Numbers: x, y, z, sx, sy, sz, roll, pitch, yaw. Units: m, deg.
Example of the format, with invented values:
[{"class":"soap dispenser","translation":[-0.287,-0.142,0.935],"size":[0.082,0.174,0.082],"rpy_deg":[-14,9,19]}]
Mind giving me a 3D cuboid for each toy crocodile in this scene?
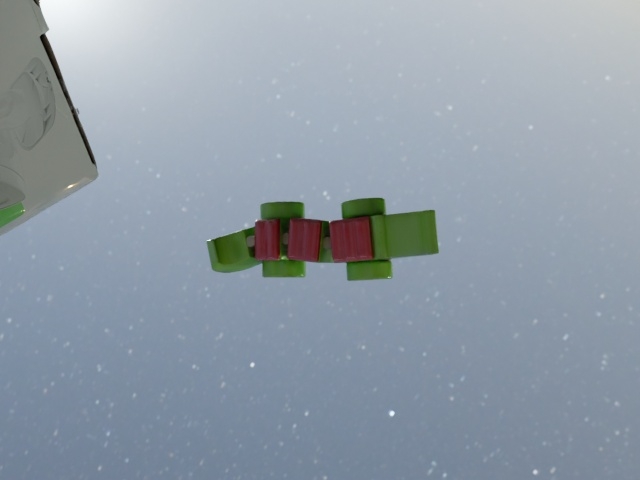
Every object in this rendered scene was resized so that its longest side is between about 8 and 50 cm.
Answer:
[{"class":"toy crocodile","translation":[0.000,0.000,1.205],"size":[0.340,0.115,0.105],"rpy_deg":[-1,178,25]}]

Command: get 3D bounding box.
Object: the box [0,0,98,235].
[{"class":"box","translation":[-0.294,-0.145,0.567],"size":[0.231,0.262,0.127],"rpy_deg":[19,-135,41]}]
